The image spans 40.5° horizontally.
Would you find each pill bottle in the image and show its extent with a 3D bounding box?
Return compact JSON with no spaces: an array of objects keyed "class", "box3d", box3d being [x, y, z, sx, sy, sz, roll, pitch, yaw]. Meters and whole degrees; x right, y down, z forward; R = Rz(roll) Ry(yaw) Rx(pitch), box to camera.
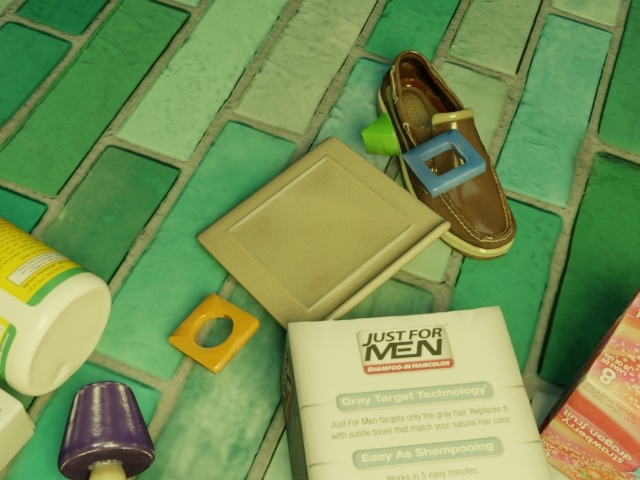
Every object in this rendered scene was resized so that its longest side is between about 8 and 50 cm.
[{"class":"pill bottle","box3d":[-0.299,0.036,0.760,0.209,0.117,0.117,29,56,13]}]

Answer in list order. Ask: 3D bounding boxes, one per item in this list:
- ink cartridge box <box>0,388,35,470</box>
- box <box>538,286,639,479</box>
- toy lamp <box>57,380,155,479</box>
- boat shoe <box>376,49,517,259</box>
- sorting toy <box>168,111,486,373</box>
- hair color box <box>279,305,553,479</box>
[{"class":"ink cartridge box","box3d":[-0.323,0.170,0.693,0.109,0.063,0.150,29,57,14]},{"class":"box","box3d":[0.349,0.184,0.711,0.300,0.154,0.142,35,58,16]},{"class":"toy lamp","box3d":[-0.156,0.239,0.657,0.080,0.080,0.274,-7,57,-12]},{"class":"boat shoe","box3d":[0.129,-0.099,0.921,0.095,0.095,0.257,-18,58,-18]},{"class":"sorting toy","box3d":[0.000,0.000,0.844,0.348,0.047,0.196,-38,50,-15]},{"class":"hair color box","box3d":[0.084,0.241,0.661,0.186,0.113,0.374,-4,55,-9]}]
